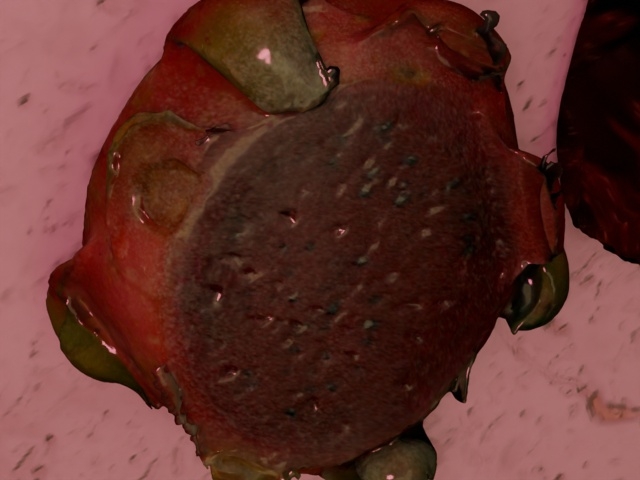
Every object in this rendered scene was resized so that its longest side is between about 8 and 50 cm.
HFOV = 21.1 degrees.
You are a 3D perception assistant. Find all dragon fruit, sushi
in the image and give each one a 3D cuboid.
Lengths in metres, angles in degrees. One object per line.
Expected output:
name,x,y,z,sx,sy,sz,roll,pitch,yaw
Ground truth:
dragon fruit,0.000,0.000,0.870,0.268,0.130,0.295,-16,119,-19
sushi,0.219,-0.094,0.937,0.126,0.136,0.225,3,104,-31
